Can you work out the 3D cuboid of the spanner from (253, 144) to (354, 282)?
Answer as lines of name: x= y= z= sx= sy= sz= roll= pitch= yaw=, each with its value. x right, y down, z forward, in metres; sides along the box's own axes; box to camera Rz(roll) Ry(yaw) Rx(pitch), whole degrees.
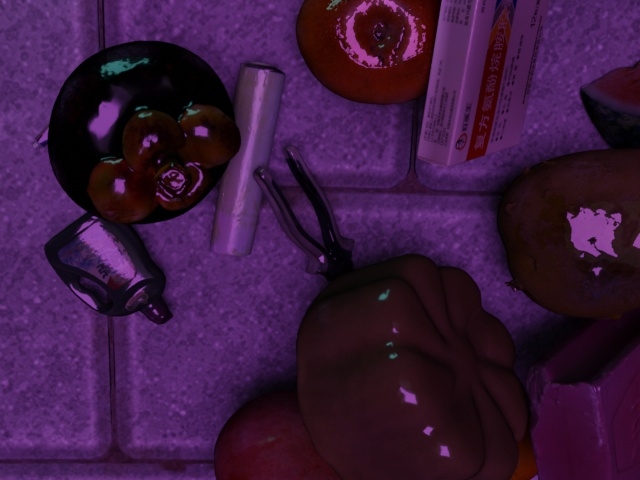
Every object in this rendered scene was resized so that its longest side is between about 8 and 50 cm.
spanner: x=0.000 y=0.000 z=1.173 sx=0.096 sy=0.040 sz=0.325 roll=-41 pitch=116 yaw=-21

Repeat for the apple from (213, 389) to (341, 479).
apple: x=-0.019 y=0.403 z=1.153 sx=0.269 sy=0.345 sz=0.344 roll=-12 pitch=104 yaw=-8

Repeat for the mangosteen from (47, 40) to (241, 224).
mangosteen: x=-0.240 y=-0.136 z=1.013 sx=0.275 sy=0.302 sz=0.275 roll=-13 pitch=124 yaw=-21

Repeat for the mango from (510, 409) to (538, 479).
mango: x=0.286 y=0.370 z=1.265 sx=0.253 sy=0.113 sz=0.138 roll=-7 pitch=102 yaw=-1

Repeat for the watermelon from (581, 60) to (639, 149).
watermelon: x=0.531 y=-0.222 z=1.124 sx=0.136 sy=0.207 sz=0.202 roll=1 pitch=87 yaw=-31

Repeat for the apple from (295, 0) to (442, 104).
apple: x=0.083 y=-0.303 z=1.060 sx=0.235 sy=0.173 sz=0.210 roll=-10 pitch=104 yaw=0

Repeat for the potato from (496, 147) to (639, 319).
potato: x=0.460 y=-0.011 z=1.111 sx=0.359 sy=0.219 sz=0.269 roll=-7 pitch=113 yaw=11

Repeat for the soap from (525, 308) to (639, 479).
soap: x=0.473 y=0.238 z=1.144 sx=0.359 sy=0.128 sz=0.233 roll=-25 pitch=109 yaw=-39

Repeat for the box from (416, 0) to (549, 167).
box: x=0.246 y=-0.294 z=1.031 sx=0.214 sy=0.069 sz=0.353 roll=-20 pitch=124 yaw=-44

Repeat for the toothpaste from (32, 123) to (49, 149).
toothpaste: x=-0.422 y=-0.174 z=1.136 sx=0.083 sy=0.019 sz=0.027 roll=-41 pitch=79 yaw=5

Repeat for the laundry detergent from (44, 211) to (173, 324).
laundry detergent: x=-0.332 y=0.060 z=1.170 sx=0.144 sy=0.078 sz=0.221 roll=-34 pitch=106 yaw=6

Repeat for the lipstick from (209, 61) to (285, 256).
lipstick: x=-0.116 y=-0.128 z=1.139 sx=0.076 sy=0.076 sz=0.304 roll=10 pitch=103 yaw=-6

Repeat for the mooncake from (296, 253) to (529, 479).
mooncake: x=0.151 y=0.201 z=1.078 sx=0.201 sy=0.378 sz=0.378 roll=-25 pitch=107 yaw=37
